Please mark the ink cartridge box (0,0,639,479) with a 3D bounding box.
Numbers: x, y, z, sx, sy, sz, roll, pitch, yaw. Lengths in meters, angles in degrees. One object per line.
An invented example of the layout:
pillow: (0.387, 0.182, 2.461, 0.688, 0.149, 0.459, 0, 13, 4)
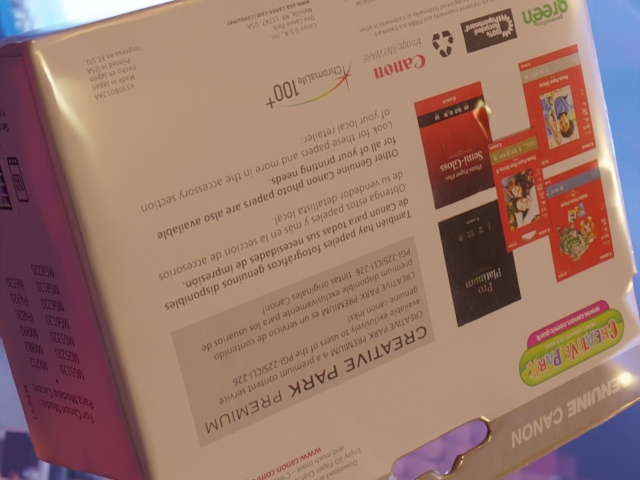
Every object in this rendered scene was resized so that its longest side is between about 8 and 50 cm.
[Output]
ink cartridge box: (0.000, 0.000, 0.733, 0.309, 0.130, 0.271, -20, 103, -32)
